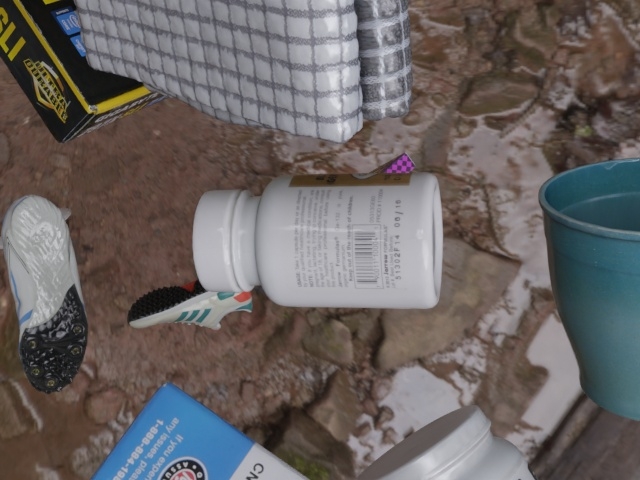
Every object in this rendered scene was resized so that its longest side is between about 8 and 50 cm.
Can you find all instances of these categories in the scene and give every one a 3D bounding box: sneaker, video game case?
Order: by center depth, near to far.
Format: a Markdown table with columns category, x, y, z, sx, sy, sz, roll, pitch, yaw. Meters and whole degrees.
| category | x | y | z | sx | sy | sz | roll | pitch | yaw |
| --- | --- | --- | --- | --- | --- | --- | --- | --- | --- |
| sneaker | -0.330 | 0.063 | 1.100 | 0.085 | 0.086 | 0.237 | -7 | 93 | -21 |
| sneaker | -0.162 | 0.091 | 1.165 | 0.161 | 0.057 | 0.075 | -21 | 120 | -1 |
| video game case | 0.054 | -0.072 | 1.824 | 0.232 | 0.210 | 0.042 | -41 | 99 | -36 |

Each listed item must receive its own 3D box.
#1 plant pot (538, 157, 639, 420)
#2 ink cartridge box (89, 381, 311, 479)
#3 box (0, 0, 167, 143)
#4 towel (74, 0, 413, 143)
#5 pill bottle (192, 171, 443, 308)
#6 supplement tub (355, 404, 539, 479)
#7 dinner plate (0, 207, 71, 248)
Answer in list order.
| category | x | y | z | sx | sy | sz | roll | pitch | yaw |
| --- | --- | --- | --- | --- | --- | --- | --- | --- | --- |
| plant pot | 0.394 | 0.061 | 1.074 | 0.271 | 0.271 | 0.255 | -10 | 112 | -13 |
| ink cartridge box | -0.047 | 0.350 | 0.745 | 0.395 | 0.166 | 0.285 | 33 | 69 | 8 |
| box | -0.235 | -0.282 | 0.907 | 0.257 | 0.079 | 0.322 | -35 | 94 | -44 |
| towel | -0.066 | -0.210 | 0.641 | 0.121 | 0.283 | 0.235 | -32 | 128 | -36 |
| pill bottle | 0.000 | 0.000 | 0.895 | 0.229 | 0.131 | 0.131 | 0 | 101 | 12 |
| supplement tub | 0.177 | 0.340 | 1.004 | 0.191 | 0.191 | 0.272 | -32 | 85 | -7 |
| dinner plate | -0.500 | -0.027 | 1.590 | 0.141 | 0.141 | 0.017 | -27 | 112 | -9 |
